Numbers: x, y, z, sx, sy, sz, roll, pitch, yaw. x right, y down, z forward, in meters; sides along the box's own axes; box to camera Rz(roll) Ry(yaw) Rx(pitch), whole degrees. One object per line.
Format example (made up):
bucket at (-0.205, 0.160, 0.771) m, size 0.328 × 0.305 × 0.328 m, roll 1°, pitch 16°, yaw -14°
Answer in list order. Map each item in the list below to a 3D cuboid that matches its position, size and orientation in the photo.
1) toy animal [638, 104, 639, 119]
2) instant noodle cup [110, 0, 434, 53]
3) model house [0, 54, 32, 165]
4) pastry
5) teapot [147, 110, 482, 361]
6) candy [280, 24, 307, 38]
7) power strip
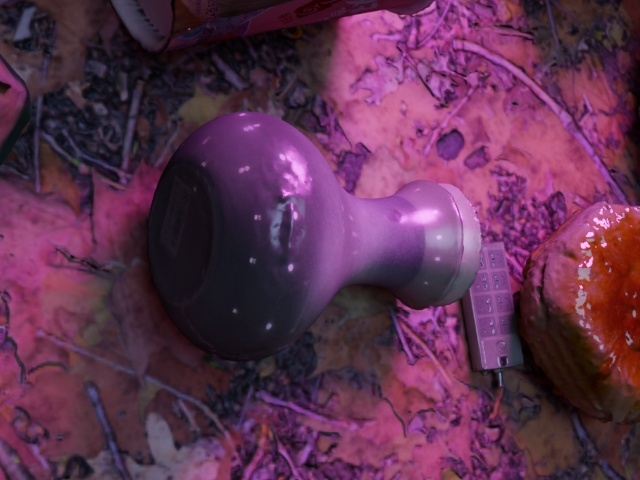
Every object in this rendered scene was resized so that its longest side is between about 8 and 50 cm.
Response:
toy animal at (0.380, -0.163, 1.039) m, size 0.127 × 0.125 × 0.251 m, roll 4°, pitch 85°, yaw -67°
instant noodle cup at (-0.048, -0.265, 0.811) m, size 0.231 × 0.243 × 0.242 m, roll -21°, pitch 88°, yaw -21°
model house at (-0.421, -0.047, 0.537) m, size 0.343 × 0.334 × 0.382 m, roll 33°, pitch 90°, yaw 3°
pastry at (0.270, 0.064, 0.959) m, size 0.182 × 0.093 × 0.192 m, roll -36°, pitch 99°, yaw -28°
teapot at (0.000, 0.000, 0.814) m, size 0.251 × 0.184 × 0.183 m, roll 3°, pitch 77°, yaw -38°
candy at (-0.009, -0.208, 0.931) m, size 0.025 × 0.023 × 0.083 m, roll 36°, pitch 58°, yaw 3°
power strip at (0.153, 0.065, 0.945) m, size 0.051 × 0.019 × 0.136 m, roll -3°, pitch 79°, yaw -28°
